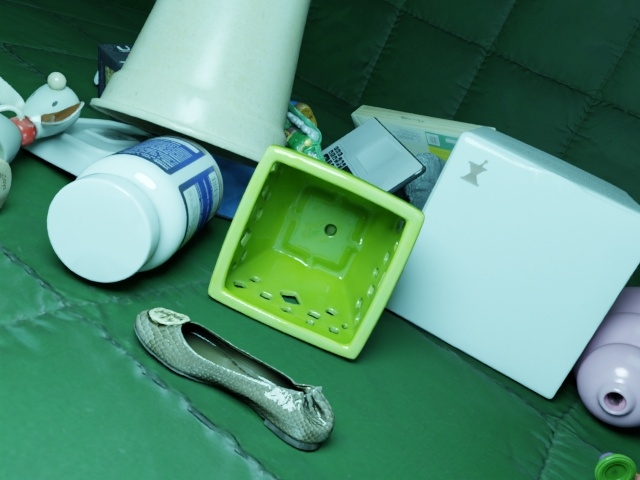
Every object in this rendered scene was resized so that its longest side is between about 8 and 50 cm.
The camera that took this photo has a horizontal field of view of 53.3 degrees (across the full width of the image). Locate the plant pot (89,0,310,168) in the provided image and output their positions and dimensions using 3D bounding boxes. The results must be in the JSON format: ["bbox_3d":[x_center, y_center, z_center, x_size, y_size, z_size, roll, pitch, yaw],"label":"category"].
[{"bbox_3d":[-0.167,-0.306,1.055,0.333,0.306,0.334,19,1,0],"label":"plant pot"}]

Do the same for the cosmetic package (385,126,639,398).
[{"bbox_3d":[0.353,0.006,1.168,0.329,0.328,0.393,29,18,12],"label":"cosmetic package"}]

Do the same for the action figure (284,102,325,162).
[{"bbox_3d":[-0.074,-0.211,1.200,0.232,0.137,0.063,40,22,22],"label":"action figure"}]

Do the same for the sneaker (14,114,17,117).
[{"bbox_3d":[-0.508,-0.211,1.127,0.032,0.037,0.083,52,3,13],"label":"sneaker"}]

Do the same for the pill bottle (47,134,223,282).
[{"bbox_3d":[-0.234,-0.048,0.844,0.153,0.153,0.265,25,18,0],"label":"pill bottle"}]

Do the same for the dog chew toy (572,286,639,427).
[{"bbox_3d":[0.522,0.204,1.077,0.206,0.207,0.331,33,29,22],"label":"dog chew toy"}]

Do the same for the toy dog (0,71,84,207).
[{"bbox_3d":[-0.436,-0.175,0.847,0.220,0.161,0.334,13,34,-18],"label":"toy dog"}]

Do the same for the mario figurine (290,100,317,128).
[{"bbox_3d":[-0.142,-0.279,1.411,0.198,0.170,0.320,19,16,-44],"label":"mario figurine"}]

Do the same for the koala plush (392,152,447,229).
[{"bbox_3d":[0.202,-0.105,1.527,0.196,0.204,0.221,-19,13,-34],"label":"koala plush"}]

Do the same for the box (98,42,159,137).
[{"bbox_3d":[-0.354,-0.312,1.362,0.165,0.143,0.270,-12,38,-33],"label":"box"}]

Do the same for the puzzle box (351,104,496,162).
[{"bbox_3d":[0.271,-0.183,1.581,0.408,0.272,0.052,23,56,43],"label":"puzzle box"}]

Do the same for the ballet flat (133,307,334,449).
[{"bbox_3d":[-0.092,0.134,0.686,0.249,0.058,0.084,30,19,15],"label":"ballet flat"}]

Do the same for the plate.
[{"bbox_3d":[-0.359,-0.162,1.098,0.277,0.045,0.278,24,18,27],"label":"plate"}]

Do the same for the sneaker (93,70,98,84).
[{"bbox_3d":[-0.406,-0.380,1.575,0.292,0.118,0.110,24,17,-7],"label":"sneaker"}]

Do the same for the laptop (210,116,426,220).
[{"bbox_3d":[-0.064,-0.175,1.292,0.236,0.407,0.382,54,6,-26],"label":"laptop"}]

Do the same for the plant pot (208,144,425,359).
[{"bbox_3d":[0.000,0.000,0.918,0.228,0.227,0.207,25,13,0],"label":"plant pot"}]

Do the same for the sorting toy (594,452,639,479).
[{"bbox_3d":[0.384,0.305,0.824,0.102,0.061,0.042,45,14,-14],"label":"sorting toy"}]
